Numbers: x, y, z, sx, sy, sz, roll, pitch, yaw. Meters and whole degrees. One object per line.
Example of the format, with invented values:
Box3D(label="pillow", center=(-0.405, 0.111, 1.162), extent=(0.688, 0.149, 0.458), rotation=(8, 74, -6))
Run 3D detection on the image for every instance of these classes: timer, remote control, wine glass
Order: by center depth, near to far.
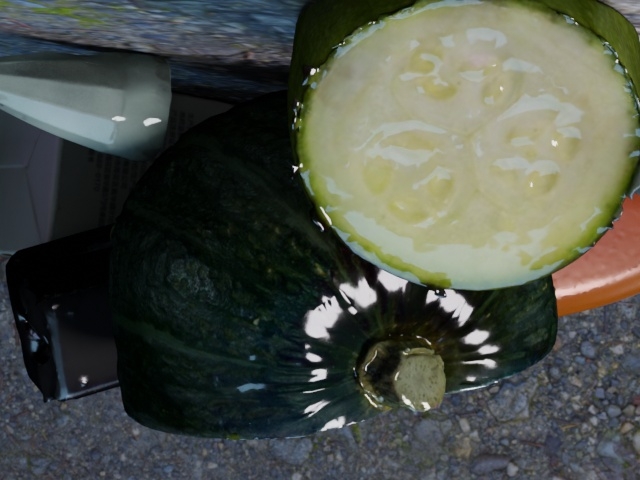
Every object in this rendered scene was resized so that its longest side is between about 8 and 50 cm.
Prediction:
Box3D(label="wine glass", center=(-0.178, -0.100, 1.122), extent=(0.155, 0.073, 0.073), rotation=(12, 175, -28))
Box3D(label="remote control", center=(-0.036, 0.024, 1.327), extent=(0.399, 0.144, 0.062), rotation=(-17, -148, -18))
Box3D(label="timer", center=(0.237, -0.019, 1.573), extent=(0.250, 0.161, 0.257), rotation=(-9, 179, -8))

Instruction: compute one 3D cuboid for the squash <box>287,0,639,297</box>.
Box3D(label="squash", center=(0.077, -0.105, 0.937), extent=(0.189, 0.189, 0.260), rotation=(6, -147, 2))

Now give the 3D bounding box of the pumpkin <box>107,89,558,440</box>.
Box3D(label="pumpkin", center=(0.000, 0.000, 1.150), extent=(0.293, 0.197, 0.263), rotation=(-17, -164, -22))

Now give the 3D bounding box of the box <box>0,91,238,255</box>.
Box3D(label="box", center=(-0.114, -0.041, 1.455), extent=(0.341, 0.143, 0.225), rotation=(6, 178, -33))

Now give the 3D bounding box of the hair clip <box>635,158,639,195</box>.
Box3D(label="hair clip", center=(0.346, -0.039, 1.308), extent=(0.146, 0.075, 0.257), rotation=(5, 172, -42))
